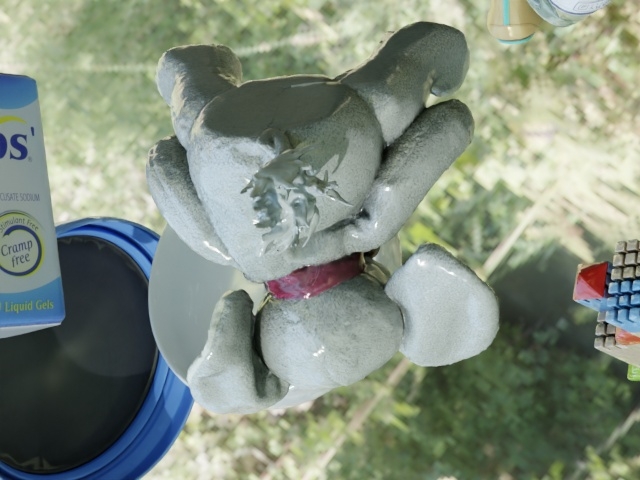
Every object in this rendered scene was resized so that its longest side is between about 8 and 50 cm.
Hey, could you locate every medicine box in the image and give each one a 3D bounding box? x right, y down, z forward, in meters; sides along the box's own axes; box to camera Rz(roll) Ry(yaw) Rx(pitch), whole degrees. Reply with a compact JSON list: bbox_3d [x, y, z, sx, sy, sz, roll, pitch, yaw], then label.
[{"bbox_3d":[-0.439,-0.034,1.535,0.149,0.289,0.263,-13,172,41],"label":"medicine box"}]

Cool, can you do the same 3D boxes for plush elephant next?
[{"bbox_3d":[0.000,0.000,1.131,0.330,0.271,0.255,-85,-14,-60],"label":"plush elephant"}]

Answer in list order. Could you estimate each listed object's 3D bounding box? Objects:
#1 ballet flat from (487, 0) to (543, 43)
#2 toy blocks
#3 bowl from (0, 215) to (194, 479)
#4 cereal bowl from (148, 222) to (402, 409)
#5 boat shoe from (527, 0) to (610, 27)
[{"bbox_3d":[0.241,-0.300,1.634,0.080,0.232,0.073,-3,117,17],"label":"ballet flat"},{"bbox_3d":[0.450,0.077,1.674,0.260,0.191,0.381,24,159,-35],"label":"toy blocks"},{"bbox_3d":[-0.321,0.158,1.872,0.077,0.391,0.391,12,152,43],"label":"bowl"},{"bbox_3d":[-0.041,0.052,1.735,0.339,0.339,0.141,28,175,38],"label":"cereal bowl"},{"bbox_3d":[0.157,-0.321,1.253,0.302,0.109,0.094,63,161,8],"label":"boat shoe"}]
